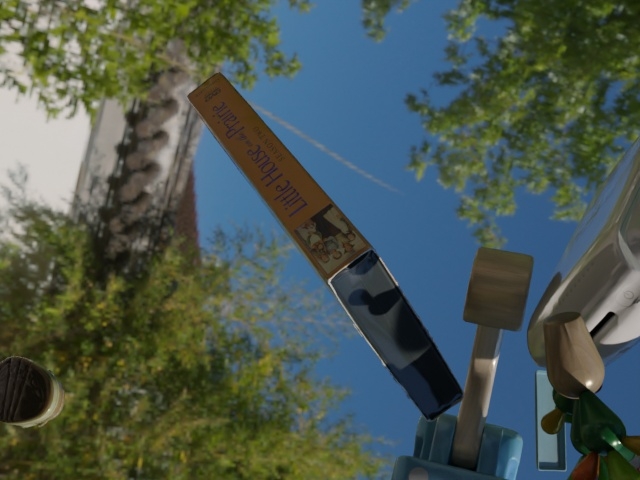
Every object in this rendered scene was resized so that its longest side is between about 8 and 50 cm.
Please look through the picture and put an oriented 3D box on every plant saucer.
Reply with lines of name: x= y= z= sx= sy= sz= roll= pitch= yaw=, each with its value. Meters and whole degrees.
plant saucer: x=0.446 y=0.350 z=1.763 sx=0.018 sy=0.067 sz=0.192 roll=155 pitch=-60 yaw=-65

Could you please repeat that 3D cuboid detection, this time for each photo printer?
photo printer: x=0.354 y=0.008 z=1.041 sx=0.307 sy=0.107 sz=0.256 roll=-54 pitch=172 yaw=-33

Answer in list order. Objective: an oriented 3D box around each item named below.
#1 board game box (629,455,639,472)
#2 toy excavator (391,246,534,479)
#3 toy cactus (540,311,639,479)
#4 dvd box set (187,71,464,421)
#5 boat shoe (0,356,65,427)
board game box: x=0.386 y=0.291 z=1.013 sx=0.318 sy=0.318 sz=0.066 roll=-32 pitch=-126 yaw=2
toy excavator: x=0.209 y=0.285 z=1.302 sx=0.433 sy=0.223 sz=0.445 roll=78 pitch=25 yaw=-59
toy cactus: x=0.246 y=0.152 z=0.804 sx=0.219 sy=0.112 sz=0.180 roll=-47 pitch=121 yaw=-73
dvd box set: x=0.000 y=0.000 z=1.114 sx=0.062 sy=0.307 sz=0.420 roll=-37 pitch=-136 yaw=-2
boat shoe: x=-0.256 y=0.131 z=0.770 sx=0.153 sy=0.048 sz=0.056 roll=-10 pitch=-114 yaw=43
